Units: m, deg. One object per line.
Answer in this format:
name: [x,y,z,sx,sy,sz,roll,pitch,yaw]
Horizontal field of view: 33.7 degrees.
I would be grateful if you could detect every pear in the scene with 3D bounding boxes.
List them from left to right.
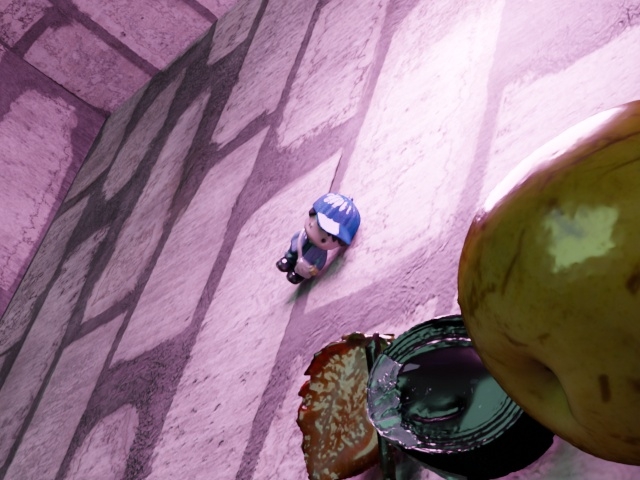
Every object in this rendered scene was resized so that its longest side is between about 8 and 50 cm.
pear: [0.246,0.028,0.777,0.280,0.280,0.281,-42,26,26]

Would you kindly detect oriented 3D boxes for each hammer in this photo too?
hammer: [0.059,0.183,1.096,0.065,0.021,0.178,-14,74,28]

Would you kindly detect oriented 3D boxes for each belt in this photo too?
belt: [0.132,0.150,1.007,0.198,0.078,0.151,0,59,44]

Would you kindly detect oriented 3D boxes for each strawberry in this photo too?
strawberry: [0.047,0.188,1.153,0.146,0.082,0.187,30,92,41]

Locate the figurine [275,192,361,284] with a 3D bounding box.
figurine: [0.000,0.000,1.525,0.087,0.086,0.149,-19,-27,-51]
